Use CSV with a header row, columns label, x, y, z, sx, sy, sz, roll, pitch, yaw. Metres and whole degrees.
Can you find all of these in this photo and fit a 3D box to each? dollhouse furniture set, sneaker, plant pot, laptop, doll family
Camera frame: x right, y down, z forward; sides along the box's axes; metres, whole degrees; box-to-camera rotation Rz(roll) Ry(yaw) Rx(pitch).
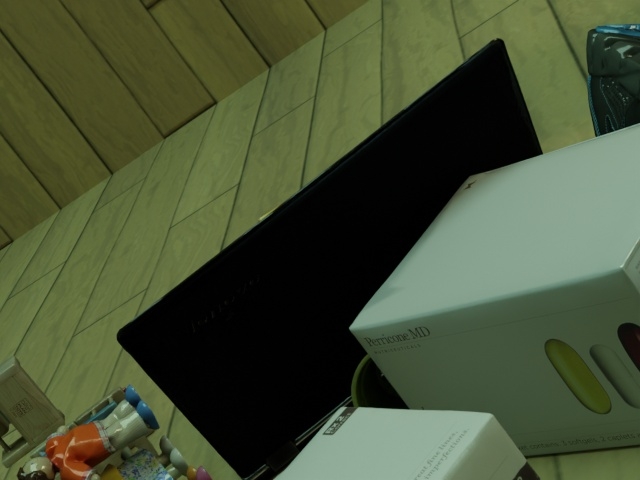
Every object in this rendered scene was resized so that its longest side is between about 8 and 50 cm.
label,x,y,z,sx,sy,sz,roll,pitch,yaw
dollhouse furniture set,-0.271,0.186,1.478,0.129,0.184,0.129,-37,16,-3
sneaker,0.310,-0.093,1.181,0.125,0.140,0.341,-2,17,-1
plant pot,0.070,0.118,1.183,0.083,0.083,0.079,-34,4,9
laptop,0.008,0.012,1.300,0.382,0.236,0.408,-38,16,-6
doll family,-0.177,0.259,1.267,0.163,0.118,0.263,-34,33,-15

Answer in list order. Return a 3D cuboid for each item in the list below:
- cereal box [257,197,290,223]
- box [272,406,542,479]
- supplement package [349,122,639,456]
label,x,y,z,sx,sy,sz,roll,pitch,yaw
cereal box,0.000,0.000,1.393,0.173,0.047,0.240,-34,-13,-23
box,0.036,0.210,0.904,0.181,0.119,0.182,-45,18,-26
supplement package,0.192,0.035,1.024,0.262,0.145,0.204,-18,25,49
